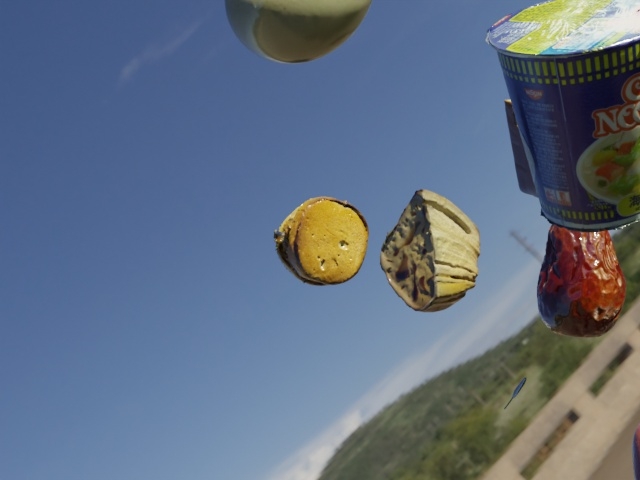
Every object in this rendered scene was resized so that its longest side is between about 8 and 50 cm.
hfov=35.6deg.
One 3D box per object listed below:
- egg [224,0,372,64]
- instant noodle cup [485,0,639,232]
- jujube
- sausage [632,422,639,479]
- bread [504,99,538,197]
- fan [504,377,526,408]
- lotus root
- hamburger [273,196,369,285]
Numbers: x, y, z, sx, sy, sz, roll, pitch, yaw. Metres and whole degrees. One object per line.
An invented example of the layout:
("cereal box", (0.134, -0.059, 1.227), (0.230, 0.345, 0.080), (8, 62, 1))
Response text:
("egg", (-0.022, -0.353, 1.401), (0.254, 0.188, 0.188), (-38, -15, -33))
("instant noodle cup", (0.416, -0.193, 1.542), (0.284, 0.284, 0.312), (-34, -58, -35))
("jujube", (0.531, 0.073, 2.048), (0.190, 0.255, 0.190), (-6, -5, -1))
("sausage", (0.638, 0.432, 1.806), (0.148, 0.254, 0.148), (-5, -19, -2))
("bread", (0.473, -0.213, 2.272), (0.049, 0.226, 0.088), (-22, 24, -14))
("fan", (0.414, 0.326, 2.123), (0.083, 0.004, 0.056), (-57, -6, 9))
("lotus root", (0.148, 0.025, 1.352), (0.095, 0.159, 0.135), (-6, -19, 44))
("hamburger", (0.008, -0.003, 2.002), (0.191, 0.182, 0.118), (-52, 22, -15))
